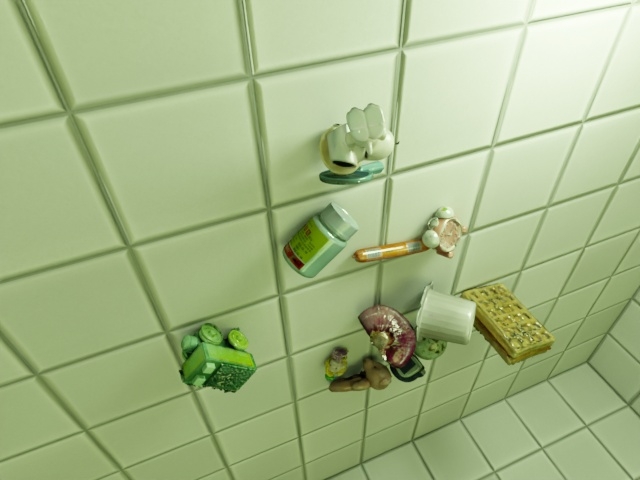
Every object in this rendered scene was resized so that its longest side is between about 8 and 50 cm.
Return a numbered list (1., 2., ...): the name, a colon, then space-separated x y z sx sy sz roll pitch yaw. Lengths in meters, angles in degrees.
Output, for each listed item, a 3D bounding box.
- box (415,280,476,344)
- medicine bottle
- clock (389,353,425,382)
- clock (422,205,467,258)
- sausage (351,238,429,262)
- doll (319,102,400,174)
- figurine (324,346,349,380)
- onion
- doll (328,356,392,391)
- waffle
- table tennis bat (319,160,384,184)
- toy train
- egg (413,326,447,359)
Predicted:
1. box: 0.516 0.313 1.844 0.291 0.207 0.262 11 89 -69
2. medicine bottle: 0.000 0.000 1.409 0.225 0.139 0.139 -45 136 15
3. clock: 0.404 0.590 2.157 0.146 0.199 0.243 -42 157 -8
4. clock: 0.446 -0.032 1.658 0.162 0.093 0.165 36 83 -42
5. sausage: 0.269 0.036 1.658 0.348 0.053 0.053 -9 133 -22
6. doll: 0.079 -0.258 1.132 0.208 0.143 0.271 -11 178 19
7. figurine: 0.078 0.549 2.010 0.115 0.095 0.156 -9 118 -51
8. onion: 0.307 0.378 1.874 0.159 0.267 0.349 -37 161 9
9. doll: 0.183 0.637 2.138 0.304 0.156 0.201 -8 177 2
10. waffle: 0.840 0.368 2.055 0.261 0.376 0.113 -8 132 -25
11. table tennis bat: 0.101 -0.194 1.303 0.237 0.149 0.038 -21 117 -41
12. toy train: -0.352 0.405 1.555 0.272 0.188 0.159 28 111 -41
13. egg: 0.503 0.476 2.119 0.169 0.169 0.231 -16 145 -15
